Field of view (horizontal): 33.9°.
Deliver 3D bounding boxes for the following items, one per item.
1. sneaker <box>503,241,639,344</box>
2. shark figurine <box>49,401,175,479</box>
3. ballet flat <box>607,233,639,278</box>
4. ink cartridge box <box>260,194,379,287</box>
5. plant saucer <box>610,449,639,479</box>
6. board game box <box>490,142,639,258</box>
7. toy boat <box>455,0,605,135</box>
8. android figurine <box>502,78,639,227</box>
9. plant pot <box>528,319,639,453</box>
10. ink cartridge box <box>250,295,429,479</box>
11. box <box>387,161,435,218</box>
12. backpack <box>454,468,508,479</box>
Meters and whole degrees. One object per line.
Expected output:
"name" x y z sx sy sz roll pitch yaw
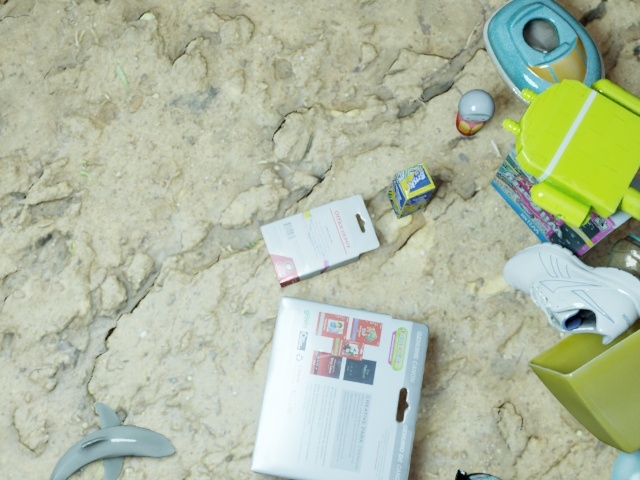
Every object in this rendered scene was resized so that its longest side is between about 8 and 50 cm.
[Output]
"sneaker" 0.429 0.092 1.850 0.129 0.297 0.111 -41 124 -23
"shark figurine" -0.418 0.393 1.856 0.278 0.116 0.166 -38 80 -9
"ballet flat" 0.670 0.122 1.915 0.342 0.116 0.124 33 93 12
"ink cartridge box" 0.000 0.000 1.961 0.198 0.067 0.115 -19 79 -2
"plant saucer" 0.622 0.442 1.886 0.195 0.037 0.194 0 79 1
"board game box" 0.433 -0.090 1.859 0.097 0.303 0.224 -39 80 -9
"toy boat" 0.384 -0.313 1.985 0.318 0.148 0.267 -39 81 -8
"android figurine" 0.427 -0.148 1.687 0.273 0.056 0.248 29 77 4
"plant pot" 0.528 0.250 1.851 0.212 0.212 0.187 -31 94 -6
"ink cartridge box" 0.035 0.279 1.871 0.272 0.130 0.309 10 79 0
"box" 0.164 -0.089 1.927 0.059 0.169 0.054 -23 80 -5
"backpack" 0.294 0.465 1.806 0.115 0.182 0.151 -6 78 -1
